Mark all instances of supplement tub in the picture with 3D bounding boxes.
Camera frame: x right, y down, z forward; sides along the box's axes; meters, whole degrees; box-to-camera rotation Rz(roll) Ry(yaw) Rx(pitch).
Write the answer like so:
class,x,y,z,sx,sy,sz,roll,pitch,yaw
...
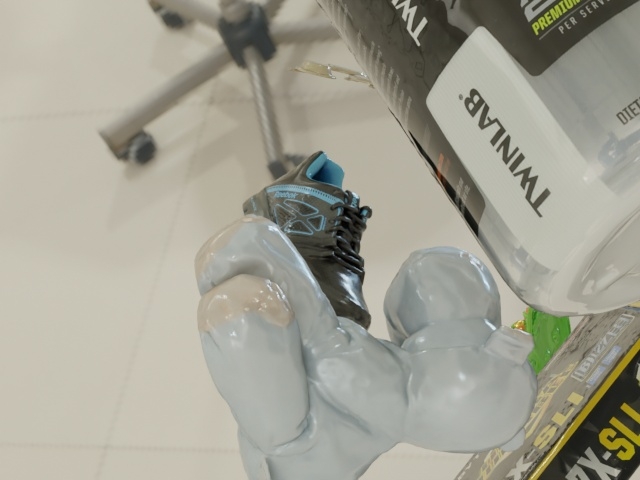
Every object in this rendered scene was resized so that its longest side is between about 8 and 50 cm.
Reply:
class,x,y,z,sx,sy,sz,roll,pitch,yaw
supplement tub,0.107,-0.146,0.749,0.207,0.207,0.338,-32,68,-1

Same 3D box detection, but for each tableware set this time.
class,x,y,z,sx,sy,sz,roll,pitch,yaw
tableware set,0.048,-0.211,1.882,0.168,0.141,0.020,22,101,30

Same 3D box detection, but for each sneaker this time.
class,x,y,z,sx,sy,sz,roll,pitch,yaw
sneaker,0.000,0.000,1.786,0.139,0.125,0.341,-42,36,10

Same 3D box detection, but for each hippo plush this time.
class,x,y,z,sx,sy,sz,roll,pitch,yaw
hippo plush,0.043,0.090,1.092,0.236,0.234,0.294,-13,49,2

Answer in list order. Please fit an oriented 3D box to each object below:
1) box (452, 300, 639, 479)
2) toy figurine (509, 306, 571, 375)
class,x,y,z,sx,sy,sz,roll,pitch,yaw
box,0.223,0.202,1.356,0.079,0.257,0.322,39,89,-3
toy figurine,0.241,0.146,1.964,0.159,0.130,0.173,-8,36,33
